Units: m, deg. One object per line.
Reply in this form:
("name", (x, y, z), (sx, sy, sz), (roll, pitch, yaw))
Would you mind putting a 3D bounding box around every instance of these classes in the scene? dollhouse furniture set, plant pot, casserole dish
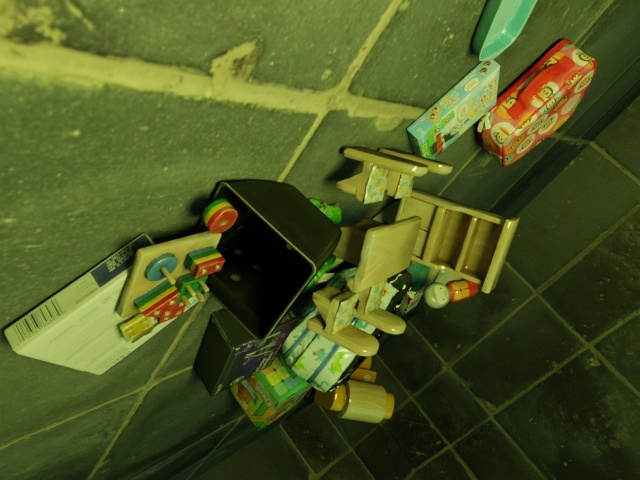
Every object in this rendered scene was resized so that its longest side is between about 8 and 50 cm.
("dollhouse furniture set", (0.208, 0.018, 0.988), (0.394, 0.256, 0.362), (-16, 123, -55))
("plant pot", (-0.075, 0.012, 0.785), (0.167, 0.188, 0.187), (-32, 162, -53))
("casserole dish", (0.315, -0.390, 0.821), (0.114, 0.037, 0.188), (-33, 160, -19))

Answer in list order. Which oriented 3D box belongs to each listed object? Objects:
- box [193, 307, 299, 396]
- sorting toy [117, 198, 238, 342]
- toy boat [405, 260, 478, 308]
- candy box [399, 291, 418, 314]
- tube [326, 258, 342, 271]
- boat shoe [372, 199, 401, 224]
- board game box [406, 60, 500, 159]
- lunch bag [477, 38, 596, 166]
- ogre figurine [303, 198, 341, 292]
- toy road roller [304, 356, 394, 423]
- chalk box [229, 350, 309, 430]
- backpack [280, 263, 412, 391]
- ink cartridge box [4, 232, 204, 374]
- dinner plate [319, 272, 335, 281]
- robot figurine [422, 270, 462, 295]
("box", (-0.184, 0.247, 1.172), (0.184, 0.103, 0.261), (-17, 151, -35))
("sorting toy", (-0.210, 0.064, 0.699), (0.132, 0.046, 0.274), (-19, 149, -49))
("toy boat", (0.286, 0.063, 1.346), (0.148, 0.318, 0.267), (-10, 126, -20))
("candy box", (0.288, 0.163, 1.761), (0.071, 0.159, 0.233), (-35, 159, -10))
("tube", (-0.002, 0.057, 1.172), (0.240, 0.070, 0.062), (20, 78, -72))
("boat shoe", (0.174, -0.030, 1.273), (0.258, 0.095, 0.084), (-24, 160, -14))
("board game box", (0.281, -0.263, 1.025), (0.211, 0.039, 0.160), (-43, 160, 4))
("lunch bag", (0.523, -0.332, 1.192), (0.293, 0.120, 0.258), (-43, 159, 9))
("ogre figurine", (0.000, 0.000, 0.998), (0.097, 0.197, 0.118), (0, -161, 36))
("toy road roller", (0.092, 0.433, 1.578), (0.202, 0.240, 0.329), (16, 169, -20))
("chalk box", (-0.140, 0.436, 1.548), (0.179, 0.180, 0.289), (-22, 152, -41))
("backpack", (0.056, 0.224, 1.297), (0.290, 0.273, 0.355), (123, -10, -75))
("ink cartridge box", (-0.307, 0.107, 0.743), (0.223, 0.045, 0.224), (-37, 159, -12))
("dinner plate", (-0.031, 0.100, 1.171), (0.141, 0.017, 0.141), (-12, 173, -1))
("robot figurine", (0.451, 0.058, 1.768), (0.300, 0.200, 0.353), (-49, 172, -46))
